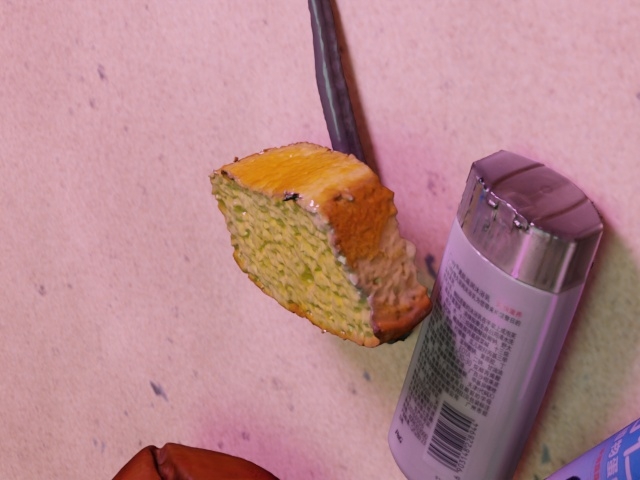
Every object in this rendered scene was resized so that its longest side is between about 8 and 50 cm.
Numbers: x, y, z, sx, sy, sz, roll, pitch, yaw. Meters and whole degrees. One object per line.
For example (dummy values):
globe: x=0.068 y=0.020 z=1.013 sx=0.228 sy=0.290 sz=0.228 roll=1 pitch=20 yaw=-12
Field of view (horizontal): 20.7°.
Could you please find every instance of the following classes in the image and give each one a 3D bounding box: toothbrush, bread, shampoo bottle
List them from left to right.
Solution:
bread: x=0.000 y=0.000 z=1.055 sx=0.187 sy=0.065 sz=0.103 roll=22 pitch=133 yaw=64
toothbrush: x=0.011 y=-0.072 z=1.083 sx=0.030 sy=0.030 sz=0.297 roll=-150 pitch=43 yaw=-70
shampoo bottle: x=0.098 y=0.059 z=1.033 sx=0.086 sy=0.056 sz=0.227 roll=39 pitch=135 yaw=30

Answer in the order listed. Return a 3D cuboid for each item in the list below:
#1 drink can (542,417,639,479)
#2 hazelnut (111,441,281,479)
drink can: x=0.187 y=0.142 z=0.949 sx=0.097 sy=0.097 sz=0.235 roll=57 pitch=140 yaw=9
hazelnut: x=-0.092 y=0.234 z=1.253 sx=0.208 sy=0.208 sz=0.208 roll=25 pitch=127 yaw=38
